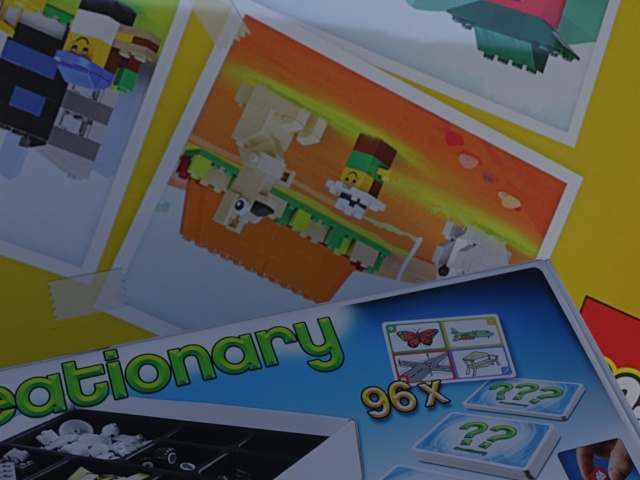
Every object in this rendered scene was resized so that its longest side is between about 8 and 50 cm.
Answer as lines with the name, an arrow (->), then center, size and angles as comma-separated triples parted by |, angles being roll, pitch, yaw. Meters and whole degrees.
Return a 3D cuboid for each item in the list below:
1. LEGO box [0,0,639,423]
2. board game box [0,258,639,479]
LEGO box -> -0.051, -0.070, 0.477 | 0.500, 0.193, 0.372 | 24, 84, -15
board game box -> -0.039, 0.118, 0.299 | 0.305, 0.053, 0.193 | -10, 54, -15
